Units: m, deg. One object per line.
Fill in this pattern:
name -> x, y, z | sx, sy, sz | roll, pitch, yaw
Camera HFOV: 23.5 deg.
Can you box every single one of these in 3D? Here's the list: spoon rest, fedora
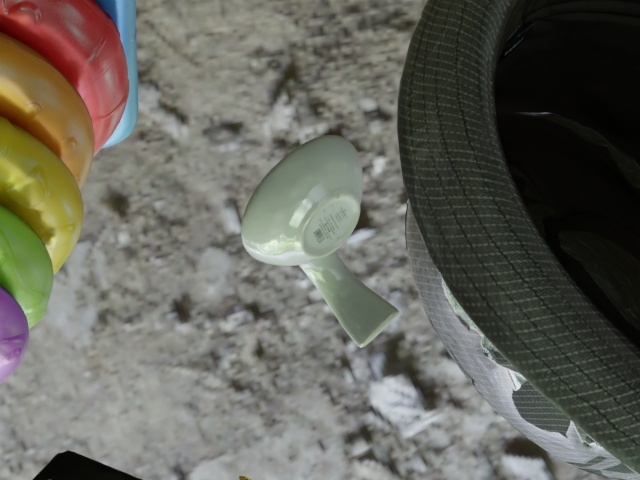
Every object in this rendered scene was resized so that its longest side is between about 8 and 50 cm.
spoon rest -> 0.000, 0.000, 1.463 | 0.084, 0.137, 0.276 | 40, 166, 34
fedora -> 0.138, 0.013, 0.561 | 0.275, 0.244, 0.124 | 34, 144, 0

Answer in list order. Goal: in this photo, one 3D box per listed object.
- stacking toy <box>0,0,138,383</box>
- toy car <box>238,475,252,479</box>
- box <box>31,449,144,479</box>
stacking toy -> -0.163, 0.010, 0.614 | 0.175, 0.165, 0.302 | 99, 171, -57
toy car -> -0.041, 0.177, 0.964 | 0.060, 0.122, 0.041 | 8, 72, 33
box -> -0.019, 0.181, 0.579 | 0.190, 0.045, 0.184 | 15, 136, 29
